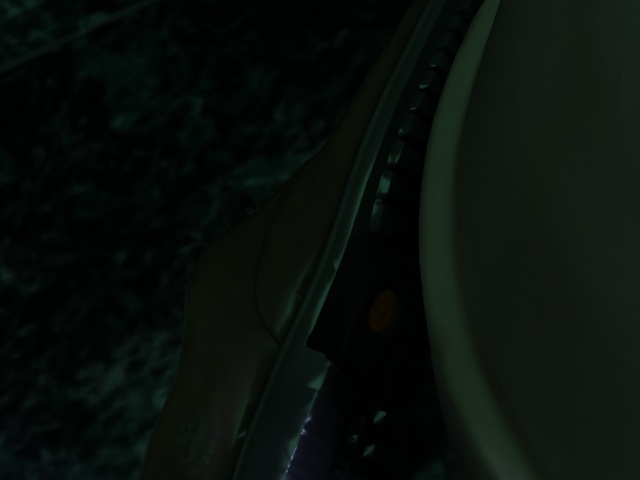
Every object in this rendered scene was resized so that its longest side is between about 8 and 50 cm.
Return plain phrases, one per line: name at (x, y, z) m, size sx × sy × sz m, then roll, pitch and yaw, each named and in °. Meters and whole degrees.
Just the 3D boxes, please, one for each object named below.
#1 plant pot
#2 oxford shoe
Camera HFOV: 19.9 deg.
plant pot at (0.174, -0.044, 0.438) m, size 0.323 × 0.280 × 0.323 m, roll -3°, pitch 65°, yaw 7°
oxford shoe at (0.000, 0.000, 0.628) m, size 0.096 × 0.083 × 0.227 m, roll 10°, pitch 64°, yaw 38°
